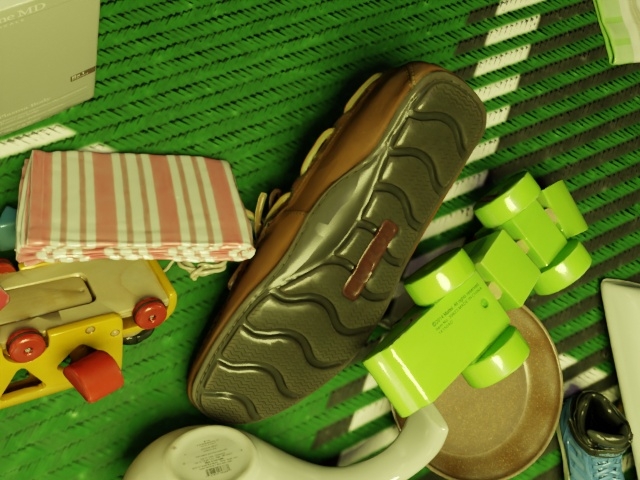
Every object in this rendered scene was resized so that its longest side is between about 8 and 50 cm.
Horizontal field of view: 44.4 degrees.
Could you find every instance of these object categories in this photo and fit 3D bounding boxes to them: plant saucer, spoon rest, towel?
[{"bbox_3d":[0.157,0.148,0.811,0.199,0.036,0.198,3,81,-17],"label":"plant saucer"},{"bbox_3d":[-0.029,0.198,0.666,0.276,0.137,0.084,-9,123,-17],"label":"spoon rest"},{"bbox_3d":[0.409,-0.278,0.964,0.152,0.023,0.113,-13,85,-19],"label":"towel"},{"bbox_3d":[-0.165,-0.030,0.702,0.197,0.029,0.144,1,39,-18],"label":"towel"}]

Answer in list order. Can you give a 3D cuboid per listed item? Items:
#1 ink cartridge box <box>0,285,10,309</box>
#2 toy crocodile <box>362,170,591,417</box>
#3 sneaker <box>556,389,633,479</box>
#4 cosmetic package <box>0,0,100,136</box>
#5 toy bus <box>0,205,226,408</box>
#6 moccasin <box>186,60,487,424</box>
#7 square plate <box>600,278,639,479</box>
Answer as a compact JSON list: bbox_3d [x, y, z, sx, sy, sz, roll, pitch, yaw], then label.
[{"bbox_3d":[-0.417,0.061,0.544,0.226,0.131,0.306,34,68,26],"label":"ink cartridge box"},{"bbox_3d":[0.158,0.039,0.753,0.115,0.105,0.340,51,56,-5],"label":"toy crocodile"},{"bbox_3d":[0.283,0.227,0.790,0.058,0.084,0.152,-4,63,-5],"label":"sneaker"},{"bbox_3d":[-0.253,-0.175,0.623,0.127,0.238,0.107,-28,90,-19],"label":"cosmetic package"},{"bbox_3d":[-0.207,0.071,0.669,0.202,0.104,0.191,18,39,5],"label":"toy bus"},{"bbox_3d":[-0.003,-0.001,0.732,0.139,0.147,0.380,27,93,-28],"label":"moccasin"},{"bbox_3d":[0.483,0.212,0.844,0.344,0.049,0.347,9,60,-17],"label":"square plate"}]
